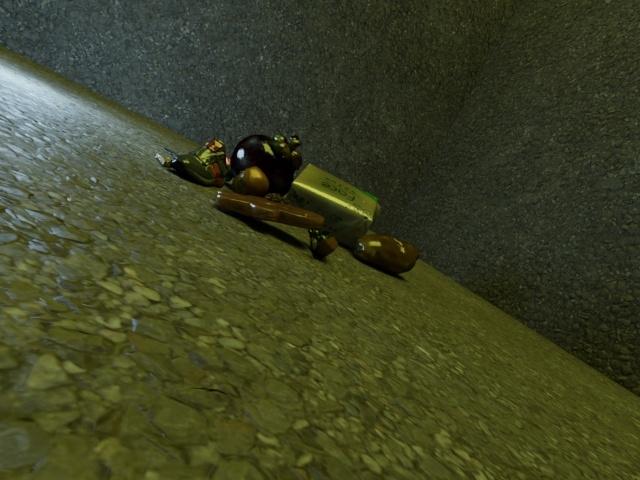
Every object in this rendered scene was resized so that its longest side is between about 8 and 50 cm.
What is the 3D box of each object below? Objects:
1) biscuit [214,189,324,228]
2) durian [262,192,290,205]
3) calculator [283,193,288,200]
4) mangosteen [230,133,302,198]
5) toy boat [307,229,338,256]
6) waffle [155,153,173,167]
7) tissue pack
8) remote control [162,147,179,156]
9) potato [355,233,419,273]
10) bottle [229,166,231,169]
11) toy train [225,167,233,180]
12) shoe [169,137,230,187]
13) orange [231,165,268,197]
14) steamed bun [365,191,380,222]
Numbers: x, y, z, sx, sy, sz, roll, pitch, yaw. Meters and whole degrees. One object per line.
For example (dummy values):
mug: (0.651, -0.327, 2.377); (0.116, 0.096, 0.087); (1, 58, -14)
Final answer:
biscuit: (-0.162, -0.092, 1.336); (0.355, 0.052, 0.275); (12, 10, -20)
durian: (-0.179, -0.145, 1.688); (0.148, 0.091, 0.188); (28, 9, -3)
calculator: (-0.158, -0.210, 2.289); (0.194, 0.043, 0.294); (20, 14, -48)
mangosteen: (-0.246, -0.337, 1.898); (0.330, 0.330, 0.330); (28, 7, -4)
toy boat: (0.000, 0.000, 1.348); (0.088, 0.089, 0.229); (48, -3, -7)
waffle: (-0.543, -0.278, 1.521); (0.097, 0.023, 0.153); (22, 8, -36)
tissue pack: (0.054, -0.169, 1.992); (0.405, 0.205, 0.332); (26, 30, 1)
remote control: (-0.676, -0.398, 1.901); (0.096, 0.014, 0.039); (30, 8, 21)
potato: (0.287, 0.057, 1.844); (0.369, 0.176, 0.195); (11, 60, -43)
bottle: (-0.500, -0.381, 2.281); (0.053, 0.053, 0.140); (31, 7, 20)
toy train: (-0.466, -0.319, 1.852); (0.159, 0.101, 0.248); (41, 8, -3)
shoe: (-0.420, -0.302, 1.559); (0.132, 0.171, 0.336); (30, 7, 7)
orange: (-0.285, -0.231, 1.691); (0.156, 0.134, 0.156); (0, -2, 0)
steamed bun: (0.185, -0.155, 2.516); (0.334, 0.233, 0.312); (6, -20, 36)
